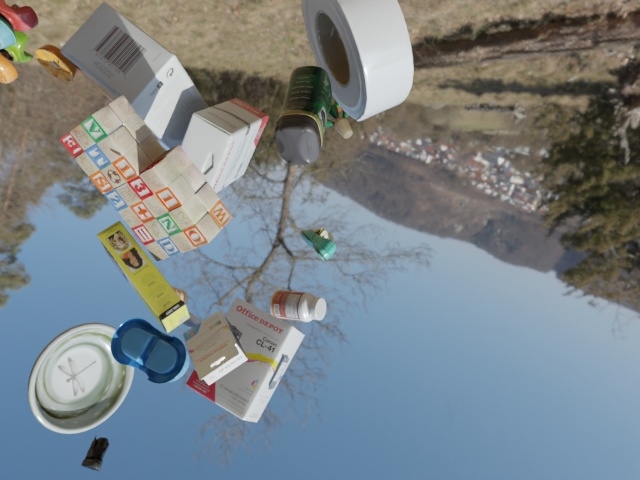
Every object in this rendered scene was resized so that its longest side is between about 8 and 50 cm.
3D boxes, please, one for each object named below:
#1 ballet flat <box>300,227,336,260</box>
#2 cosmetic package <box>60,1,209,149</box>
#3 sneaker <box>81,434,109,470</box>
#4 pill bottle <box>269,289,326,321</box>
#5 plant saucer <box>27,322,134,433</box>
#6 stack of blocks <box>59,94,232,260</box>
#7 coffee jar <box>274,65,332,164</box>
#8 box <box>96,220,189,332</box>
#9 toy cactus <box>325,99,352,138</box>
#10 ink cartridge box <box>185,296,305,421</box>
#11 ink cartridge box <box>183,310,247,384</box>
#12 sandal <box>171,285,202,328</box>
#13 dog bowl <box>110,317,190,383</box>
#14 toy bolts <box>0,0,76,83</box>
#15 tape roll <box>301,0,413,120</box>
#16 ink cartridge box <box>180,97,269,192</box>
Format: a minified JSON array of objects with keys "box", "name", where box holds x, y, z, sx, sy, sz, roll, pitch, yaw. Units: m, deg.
[{"box":[0.000,0.000,2.058,0.083,0.087,0.247,52,176,-25],"name":"ballet flat"},{"box":[-0.439,-0.379,1.476,0.230,0.161,0.453,38,175,10],"name":"cosmetic package"},{"box":[-0.612,0.578,1.547,0.051,0.089,0.170,27,151,-15],"name":"sneaker"},{"box":[-0.091,0.271,2.329,0.216,0.121,0.121,3,-179,29],"name":"pill bottle"},{"box":[-0.876,0.489,2.061,0.100,0.401,0.400,9,-178,38],"name":"plant saucer"},{"box":[-0.326,-0.116,1.070,0.171,0.297,0.087,-17,-154,39],"name":"stack of blocks"},{"box":[-0.029,-0.225,1.019,0.079,0.096,0.184,1,-131,11],"name":"coffee jar"},{"box":[-0.358,0.073,1.144,0.232,0.058,0.087,47,158,16],"name":"box"},{"box":[0.047,-0.409,1.887,0.180,0.219,0.112,61,166,24],"name":"toy cactus"},{"box":[-0.226,0.360,1.723,0.226,0.306,0.131,24,168,21],"name":"ink cartridge box"},{"box":[-0.234,0.249,1.272,0.062,0.104,0.181,61,172,-33],"name":"ink cartridge box"},{"box":[-0.458,0.201,1.822,0.102,0.076,0.265,-3,143,37],"name":"sandal"},{"box":[-0.577,0.383,1.947,0.297,0.166,0.074,23,164,21],"name":"dog bowl"},{"box":[-0.707,-0.424,1.304,0.218,0.158,0.228,28,155,-2],"name":"toy bolts"},{"box":[0.066,-0.381,1.087,0.100,0.286,0.286,-25,-157,-10],"name":"tape roll"},{"box":[-0.261,-0.244,1.481,0.114,0.197,0.273,29,-155,1],"name":"ink cartridge box"}]
